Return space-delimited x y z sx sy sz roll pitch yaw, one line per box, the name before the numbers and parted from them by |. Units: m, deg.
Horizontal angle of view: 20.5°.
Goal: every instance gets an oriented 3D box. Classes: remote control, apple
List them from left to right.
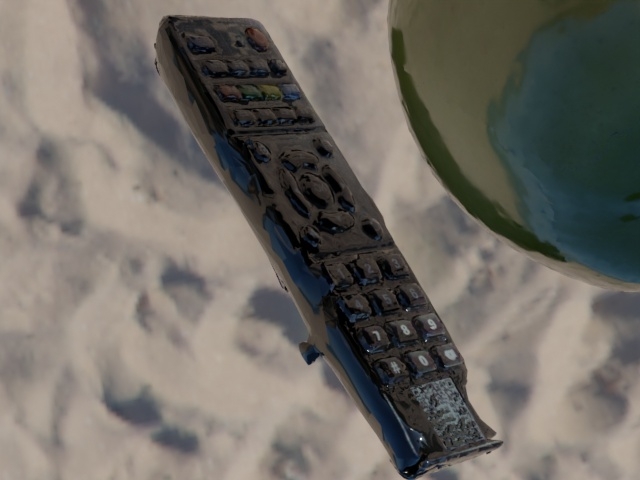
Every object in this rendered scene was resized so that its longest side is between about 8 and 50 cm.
remote control | 0.000 0.000 1.333 0.062 0.399 0.144 -41 160 31
apple | 0.214 -0.139 1.174 0.357 0.357 0.357 -9 135 -9
